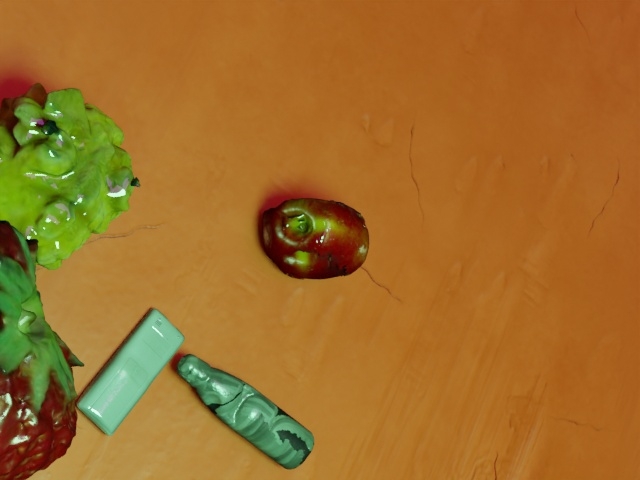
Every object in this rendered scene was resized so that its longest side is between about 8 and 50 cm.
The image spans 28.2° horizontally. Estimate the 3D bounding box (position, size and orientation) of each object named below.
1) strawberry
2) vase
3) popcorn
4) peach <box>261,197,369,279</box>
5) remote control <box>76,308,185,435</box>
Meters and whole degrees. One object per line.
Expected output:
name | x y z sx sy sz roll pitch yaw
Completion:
strawberry | -0.410 0.140 1.318 0.292 0.309 0.292 52 26 -40
vase | -0.099 0.211 1.614 0.211 0.060 0.060 42 62 -23
popcorn | -0.318 -0.076 1.443 0.189 0.169 0.218 54 52 -17
peach | -0.002 0.006 1.697 0.172 0.127 0.092 33 54 -54
remote control | -0.228 0.159 1.553 0.061 0.029 0.162 48 59 -21
